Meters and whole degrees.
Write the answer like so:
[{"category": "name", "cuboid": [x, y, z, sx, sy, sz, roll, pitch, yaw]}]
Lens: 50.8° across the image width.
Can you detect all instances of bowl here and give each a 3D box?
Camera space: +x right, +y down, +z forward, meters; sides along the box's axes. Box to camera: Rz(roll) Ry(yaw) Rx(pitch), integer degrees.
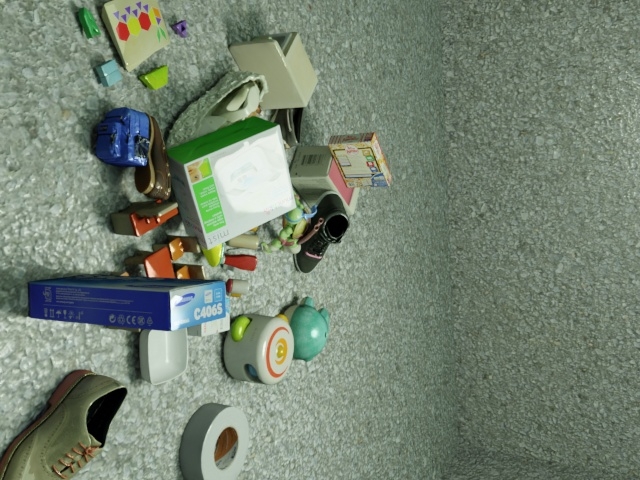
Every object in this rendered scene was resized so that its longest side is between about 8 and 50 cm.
[{"category": "bowl", "cuboid": [-0.377, 0.259, 1.598, 0.142, 0.053, 0.141, -11, 102, -61]}]

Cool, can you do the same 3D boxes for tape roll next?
[{"category": "tape roll", "cuboid": [-0.278, 0.546, 1.793, 0.219, 0.072, 0.219, -11, 103, -62]}]

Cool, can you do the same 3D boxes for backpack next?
[{"category": "backpack", "cuboid": [-0.418, -0.223, 1.432, 0.101, 0.098, 0.120, 14, 81, -59]}]

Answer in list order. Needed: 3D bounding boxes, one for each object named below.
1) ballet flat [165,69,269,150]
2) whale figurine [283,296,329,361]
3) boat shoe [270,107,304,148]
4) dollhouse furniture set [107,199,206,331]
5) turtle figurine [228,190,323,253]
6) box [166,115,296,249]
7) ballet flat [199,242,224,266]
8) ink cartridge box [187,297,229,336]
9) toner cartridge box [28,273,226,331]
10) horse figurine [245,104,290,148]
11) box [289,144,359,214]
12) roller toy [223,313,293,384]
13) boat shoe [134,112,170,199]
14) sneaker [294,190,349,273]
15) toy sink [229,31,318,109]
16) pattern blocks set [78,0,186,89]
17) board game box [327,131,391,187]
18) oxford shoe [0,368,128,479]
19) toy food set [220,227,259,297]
[{"category": "ballet flat", "cuboid": [-0.253, -0.311, 1.709, 0.408, 0.147, 0.146, -63, 144, -38]}, {"category": "whale figurine", "cuboid": [-0.022, 0.290, 2.190, 0.272, 0.141, 0.216, -4, 96, -63]}, {"category": "boat shoe", "cuboid": [-0.077, -0.429, 2.075, 0.112, 0.096, 0.334, 40, 58, -57]}, {"category": "dollhouse furniture set", "cuboid": [-0.367, 0.046, 1.510, 0.262, 0.135, 0.258, -42, 128, -54]}, {"category": "turtle figurine", "cuboid": [-0.131, -0.062, 1.997, 0.266, 0.275, 0.197, 65, 10, -75]}, {"category": "box", "cuboid": [-0.216, -0.143, 1.627, 0.262, 0.127, 0.231, -27, 124, -27]}, {"category": "ballet flat", "cuboid": [-0.291, -0.048, 1.735, 0.077, 0.077, 0.230, 11, 79, -41]}, {"category": "ink cartridge box", "cuboid": [-0.292, 0.197, 1.758, 0.122, 0.052, 0.088, -4, 95, -64]}, {"category": "toner cartridge box", "cuboid": [-0.369, 0.112, 1.281, 0.165, 0.348, 0.075, -9, 98, -63]}, {"category": "horse figurine", "cuboid": [-0.199, -0.266, 1.854, 0.174, 0.066, 0.263, 52, 54, -18]}, {"category": "box", "cuboid": [0.017, -0.194, 2.217, 0.232, 0.149, 0.126, 52, 46, -52]}, {"category": "roller toy", "cuboid": [-0.165, 0.307, 1.909, 0.209, 0.146, 0.190, 2, 91, -63]}, {"category": "boat shoe", "cuboid": [-0.374, -0.184, 1.500, 0.073, 0.073, 0.206, 21, 55, -50]}, {"category": "sneaker", "cuboid": [0.000, 0.000, 2.122, 0.147, 0.105, 0.295, -114, -137, -61]}, {"category": "toy sink", "cuboid": [-0.128, -0.503, 1.913, 0.234, 0.153, 0.131, 59, 42, -45]}, {"category": "pattern blocks set", "cuboid": [-0.408, -0.479, 1.505, 0.325, 0.026, 0.285, -43, 128, -54]}, {"category": "board game box", "cuboid": [0.124, -0.246, 2.102, 0.193, 0.147, 0.045, 63, 37, -44]}, {"category": "oxford shoe", "cuboid": [-0.497, 0.403, 1.291, 0.123, 0.130, 0.348, 63, 39, -44]}, {"category": "toy food set", "cuboid": [-0.236, 0.051, 1.803, 0.105, 0.111, 0.232, 9, 109, -23]}]
